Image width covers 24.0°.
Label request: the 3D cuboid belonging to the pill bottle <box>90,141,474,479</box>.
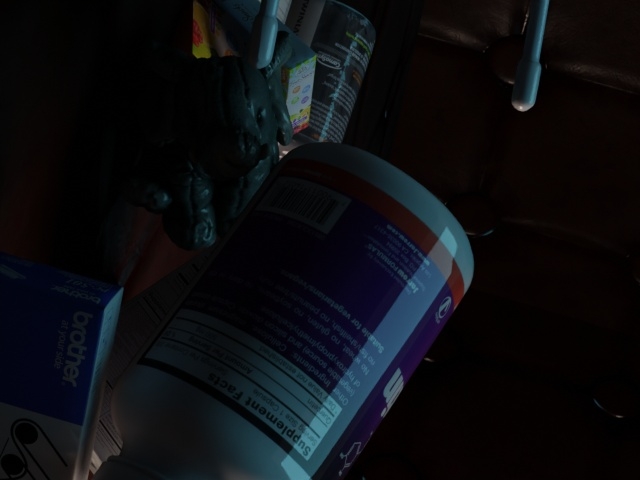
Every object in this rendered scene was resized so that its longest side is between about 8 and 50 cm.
[{"bbox_3d":[-0.033,0.094,1.138,0.323,0.182,0.181,-55,167,-21],"label":"pill bottle"}]

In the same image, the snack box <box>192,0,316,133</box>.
[{"bbox_3d":[-0.064,-0.174,1.403,0.037,0.141,0.100,-33,153,-25],"label":"snack box"}]

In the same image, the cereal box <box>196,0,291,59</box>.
[{"bbox_3d":[-0.064,-0.264,1.563,0.173,0.047,0.240,21,86,-82],"label":"cereal box"}]

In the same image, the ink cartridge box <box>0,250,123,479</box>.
[{"bbox_3d":[-0.209,0.118,1.076,0.046,0.097,0.207,-60,165,-68],"label":"ink cartridge box"}]

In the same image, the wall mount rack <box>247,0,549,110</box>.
[{"bbox_3d":[0.087,-0.254,1.029,0.304,0.350,0.130,111,-17,-44],"label":"wall mount rack"}]

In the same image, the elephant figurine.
[{"bbox_3d":[-0.081,-0.108,1.275,0.169,0.186,0.239,-40,164,-25],"label":"elephant figurine"}]

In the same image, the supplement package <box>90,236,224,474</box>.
[{"bbox_3d":[-0.114,0.138,1.320,0.203,0.149,0.194,-34,161,-15],"label":"supplement package"}]

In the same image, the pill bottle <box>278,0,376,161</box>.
[{"bbox_3d":[-0.029,-0.155,1.771,0.130,0.131,0.245,83,24,-74],"label":"pill bottle"}]
